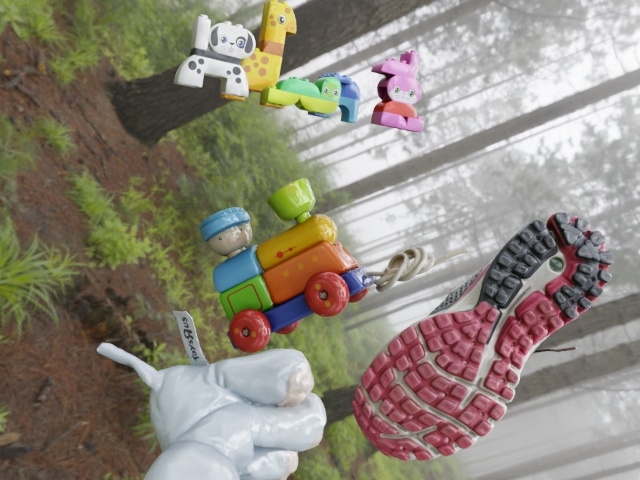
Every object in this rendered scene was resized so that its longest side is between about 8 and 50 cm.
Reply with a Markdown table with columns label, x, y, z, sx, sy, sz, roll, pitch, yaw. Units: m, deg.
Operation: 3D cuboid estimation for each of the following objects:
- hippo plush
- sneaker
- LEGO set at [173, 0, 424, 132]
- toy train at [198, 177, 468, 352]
| label | x | y | z | sx | sy | sz | roll | pitch | yaw |
| --- | --- | --- | --- | --- | --- | --- | --- | --- | --- |
| hippo plush | -0.108 | 0.250 | 0.639 | 0.236 | 0.234 | 0.294 | -107 | 172 | -66 |
| sneaker | 0.163 | 0.104 | 0.549 | 0.121 | 0.299 | 0.112 | 49 | -2 | 14 |
| LEGO set | -0.016 | -0.164 | 0.489 | 0.087 | 0.227 | 0.093 | 28 | -70 | 62 |
| toy train | 0.000 | 0.000 | 0.537 | 0.143 | 0.248 | 0.105 | 64 | 18 | 5 |
